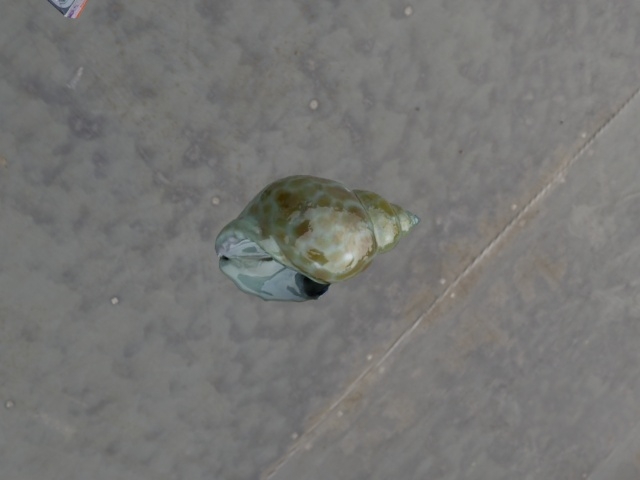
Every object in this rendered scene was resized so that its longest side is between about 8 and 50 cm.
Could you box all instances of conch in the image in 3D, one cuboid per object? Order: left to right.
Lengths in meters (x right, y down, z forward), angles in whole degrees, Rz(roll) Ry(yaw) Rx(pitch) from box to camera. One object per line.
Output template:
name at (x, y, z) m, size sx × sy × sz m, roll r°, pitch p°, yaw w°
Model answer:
conch at (-0.013, -0.007, 0.643) m, size 0.172 × 0.106 × 0.116 m, roll -25°, pitch 108°, yaw 27°

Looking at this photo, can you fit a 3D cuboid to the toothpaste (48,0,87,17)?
toothpaste at (-0.416, -0.400, 0.974) m, size 0.196 × 0.040 × 0.047 m, roll 42°, pitch 110°, yaw -6°
